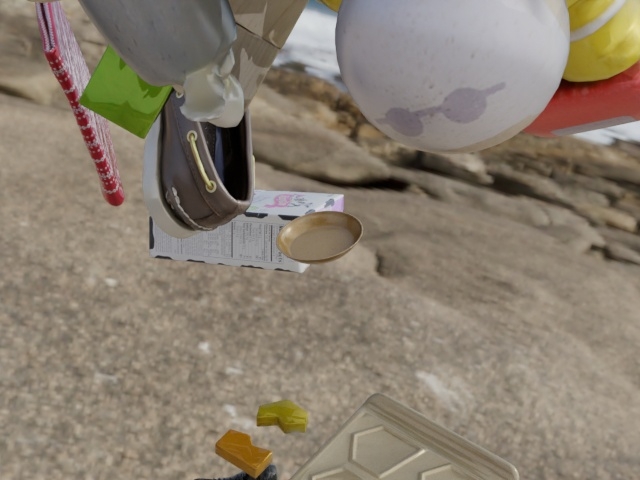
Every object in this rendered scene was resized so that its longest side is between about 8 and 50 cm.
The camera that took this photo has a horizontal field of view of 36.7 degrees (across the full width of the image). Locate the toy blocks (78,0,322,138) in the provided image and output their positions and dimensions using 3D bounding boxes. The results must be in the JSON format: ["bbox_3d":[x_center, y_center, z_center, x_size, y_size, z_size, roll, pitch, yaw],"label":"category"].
[{"bbox_3d":[-0.037,-0.244,0.743,0.191,0.381,0.261,29,2,-10],"label":"toy blocks"}]

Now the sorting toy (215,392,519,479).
[{"bbox_3d":[0.045,0.275,1.112,0.307,0.041,0.229,26,44,25],"label":"sorting toy"}]

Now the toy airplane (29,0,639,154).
[{"bbox_3d":[0.052,-0.170,0.377,0.385,0.272,0.386,13,-26,-10],"label":"toy airplane"}]

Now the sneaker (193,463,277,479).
[{"bbox_3d":[-0.125,0.321,1.207,0.089,0.170,0.051,13,52,-24],"label":"sneaker"}]

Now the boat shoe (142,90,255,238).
[{"bbox_3d":[-0.122,-0.167,1.001,0.097,0.324,0.117,-15,-22,33],"label":"boat shoe"}]

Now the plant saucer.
[{"bbox_3d":[0.000,0.000,0.914,0.084,0.015,0.083,-8,33,5],"label":"plant saucer"}]

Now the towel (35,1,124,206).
[{"bbox_3d":[-0.312,-0.193,1.230,0.031,0.274,0.198,-18,52,-5],"label":"towel"}]

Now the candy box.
[{"bbox_3d":[-0.087,-0.018,1.194,0.196,0.070,0.165,5,13,17],"label":"candy box"}]
